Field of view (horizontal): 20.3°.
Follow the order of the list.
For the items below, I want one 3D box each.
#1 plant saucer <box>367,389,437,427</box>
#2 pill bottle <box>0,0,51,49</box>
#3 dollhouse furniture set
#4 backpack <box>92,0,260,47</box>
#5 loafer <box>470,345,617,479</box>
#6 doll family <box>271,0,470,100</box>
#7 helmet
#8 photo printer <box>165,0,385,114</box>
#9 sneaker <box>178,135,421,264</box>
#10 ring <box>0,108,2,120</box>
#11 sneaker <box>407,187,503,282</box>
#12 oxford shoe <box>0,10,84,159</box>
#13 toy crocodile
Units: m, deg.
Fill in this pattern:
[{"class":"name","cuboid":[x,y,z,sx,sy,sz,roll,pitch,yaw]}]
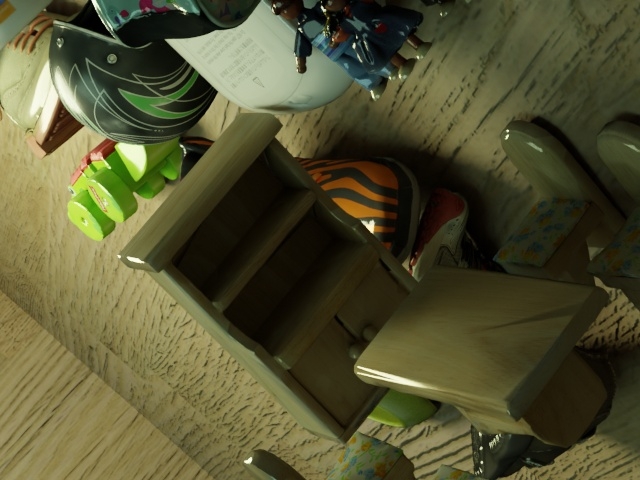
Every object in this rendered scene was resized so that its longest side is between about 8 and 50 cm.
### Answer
[{"class":"plant saucer","cuboid":[0.027,0.176,2.193,0.241,0.037,0.241,24,169,5]},{"class":"pill bottle","cuboid":[-0.394,-0.328,1.845,0.272,0.152,0.152,47,161,-13]},{"class":"dollhouse furniture set","cuboid":[0.052,0.045,1.420,0.256,0.362,0.394,46,162,-23]},{"class":"backpack","cuboid":[-0.094,-0.286,1.221,0.191,0.225,0.253,-12,119,37]},{"class":"loafer","cuboid":[0.216,0.169,1.743,0.366,0.130,0.134,95,170,-84]},{"class":"doll family","cuboid":[0.039,-0.186,1.331,0.111,0.193,0.076,33,-156,-12]},{"class":"helmet","cuboid":[-0.180,-0.173,1.741,0.169,0.161,0.169,37,161,15]},{"class":"photo printer","cuboid":[-0.087,-0.236,1.495,0.307,0.107,0.256,44,162,-7]},{"class":"sneaker","cuboid":[-0.044,-0.032,1.730,0.180,0.125,0.321,9,178,-29]},{"class":"ring","cuboid":[-0.472,-0.286,2.126,0.336,0.032,0.336,57,168,20]},{"class":"sneaker","cuboid":[0.136,0.028,1.709,0.092,0.088,0.225,10,149,13]},{"class":"oxford shoe","cuboid":[-0.313,-0.196,2.008,0.146,0.140,0.397,49,160,-4]},{"class":"toy crocodile","cuboid":[-0.247,-0.083,2.165,0.105,0.115,0.340,50,159,-4]}]
